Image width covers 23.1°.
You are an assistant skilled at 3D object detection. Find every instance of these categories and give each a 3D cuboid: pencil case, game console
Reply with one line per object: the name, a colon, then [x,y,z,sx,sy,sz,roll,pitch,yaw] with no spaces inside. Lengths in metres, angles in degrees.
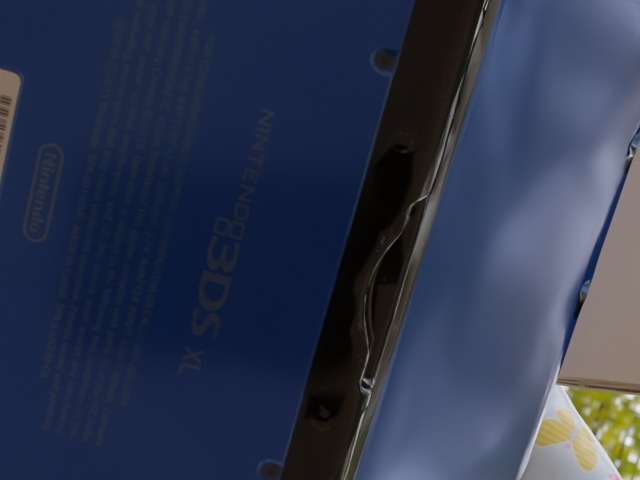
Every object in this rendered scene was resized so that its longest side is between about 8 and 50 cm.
pencil case: [0.226,0.232,1.583,0.273,0.113,0.124,57,-42,28]
game console: [-0.009,-0.021,0.572,0.250,0.173,0.293,16,-71,2]

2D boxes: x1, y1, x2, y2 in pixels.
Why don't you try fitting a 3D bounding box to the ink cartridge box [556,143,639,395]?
ink cartridge box: [0.141,-0.038,0.854,0.114,0.273,0.198,7,-85,-10]
